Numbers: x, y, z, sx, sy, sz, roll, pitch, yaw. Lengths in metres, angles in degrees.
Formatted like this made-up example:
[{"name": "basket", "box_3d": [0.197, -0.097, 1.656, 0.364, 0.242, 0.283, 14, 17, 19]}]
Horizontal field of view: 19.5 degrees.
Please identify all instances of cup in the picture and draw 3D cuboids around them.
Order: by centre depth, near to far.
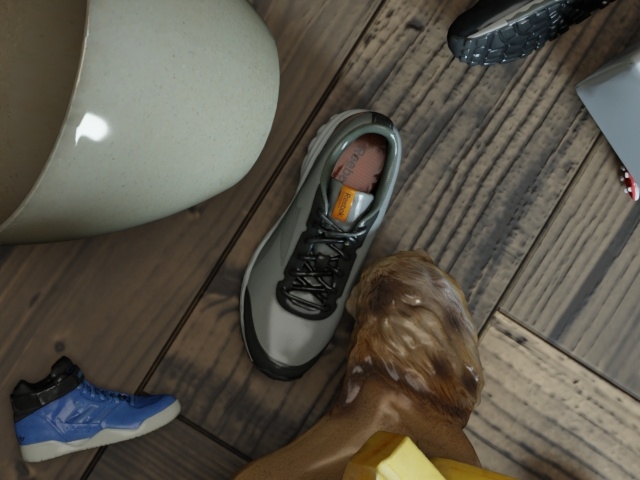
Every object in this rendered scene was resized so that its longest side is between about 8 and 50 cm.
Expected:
[{"name": "cup", "box_3d": [-0.178, -0.142, 1.629, 0.237, 0.331, 0.331, 11, 84, -34]}]

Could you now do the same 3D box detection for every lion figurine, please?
[{"name": "lion figurine", "box_3d": [0.019, 0.204, 1.674, 0.392, 0.142, 0.240, -42, 111, -24]}]

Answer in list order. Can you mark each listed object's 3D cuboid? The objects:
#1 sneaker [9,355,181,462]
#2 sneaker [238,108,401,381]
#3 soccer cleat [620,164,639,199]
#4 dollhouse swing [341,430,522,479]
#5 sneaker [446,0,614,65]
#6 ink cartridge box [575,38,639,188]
[{"name": "sneaker", "box_3d": [-0.209, 0.144, 1.709, 0.152, 0.058, 0.084, -14, 97, -3]}, {"name": "sneaker", "box_3d": [0.000, 0.000, 1.726, 0.100, 0.108, 0.271, 22, 85, -8]}, {"name": "soccer cleat", "box_3d": [0.310, -0.081, 1.816, 0.036, 0.029, 0.083, -4, 82, -4]}, {"name": "dollhouse swing", "box_3d": [0.149, 0.352, 1.464, 0.315, 0.305, 0.347, 16, 71, 11]}, {"name": "sneaker", "box_3d": [0.225, -0.275, 1.793, 0.283, 0.107, 0.124, -31, 77, -13]}, {"name": "ink cartridge box", "box_3d": [0.485, -0.147, 1.767, 0.385, 0.160, 0.279, -35, 93, -13]}]
